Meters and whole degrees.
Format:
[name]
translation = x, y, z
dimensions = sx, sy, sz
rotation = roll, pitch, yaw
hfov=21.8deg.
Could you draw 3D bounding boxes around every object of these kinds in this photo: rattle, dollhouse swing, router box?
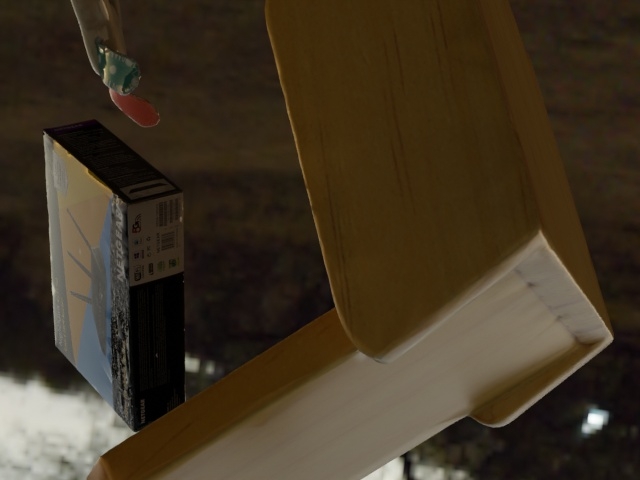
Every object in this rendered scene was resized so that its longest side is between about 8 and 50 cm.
[rattle]
translation = -0.212, -0.172, 1.274
dimensions = 0.142, 0.200, 0.130
rotation = -8, 170, -15
[dollhouse swing]
translation = 0.000, 0.000, 1.042
dimensions = 0.305, 0.315, 0.347
rotation = -18, 164, 13
[router box]
translation = -0.142, 0.023, 1.150
dimensions = 0.046, 0.179, 0.133
rotation = -15, -148, -29
